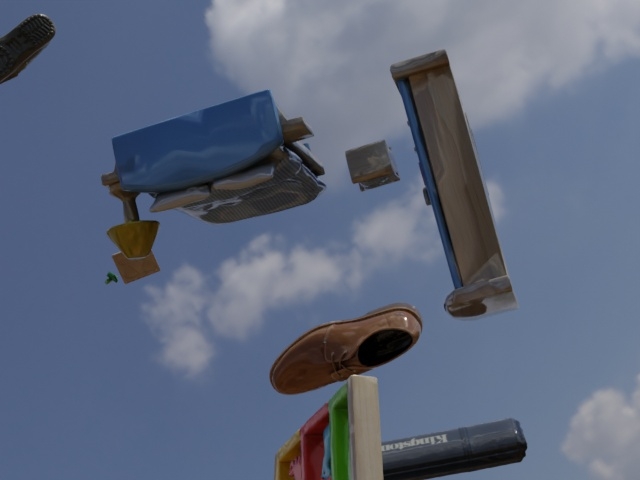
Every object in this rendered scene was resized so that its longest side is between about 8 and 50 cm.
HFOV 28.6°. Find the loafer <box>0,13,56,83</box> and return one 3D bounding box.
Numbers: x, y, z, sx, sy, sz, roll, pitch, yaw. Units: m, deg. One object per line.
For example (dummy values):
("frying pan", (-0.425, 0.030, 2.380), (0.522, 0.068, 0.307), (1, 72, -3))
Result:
("loafer", (-0.399, -0.231, 1.598), (0.148, 0.056, 0.050), (-34, -7, -15))

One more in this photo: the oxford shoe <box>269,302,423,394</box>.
("oxford shoe", (0.026, 0.142, 1.567), (0.212, 0.076, 0.076), (-26, 14, 14))

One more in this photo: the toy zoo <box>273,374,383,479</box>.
("toy zoo", (-0.003, 0.283, 1.307), (0.030, 0.192, 0.293), (8, -30, -18))

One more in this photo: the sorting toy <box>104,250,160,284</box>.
("sorting toy", (-0.283, 0.036, 1.842), (0.083, 0.012, 0.062), (-21, -51, -2))

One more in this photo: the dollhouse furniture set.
("dollhouse furniture set", (0.000, 0.000, 1.094), (0.303, 0.198, 0.286), (-15, -12, 9))

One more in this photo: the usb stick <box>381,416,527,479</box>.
("usb stick", (0.138, 0.289, 1.683), (0.278, 0.077, 0.045), (-11, -60, 4))
